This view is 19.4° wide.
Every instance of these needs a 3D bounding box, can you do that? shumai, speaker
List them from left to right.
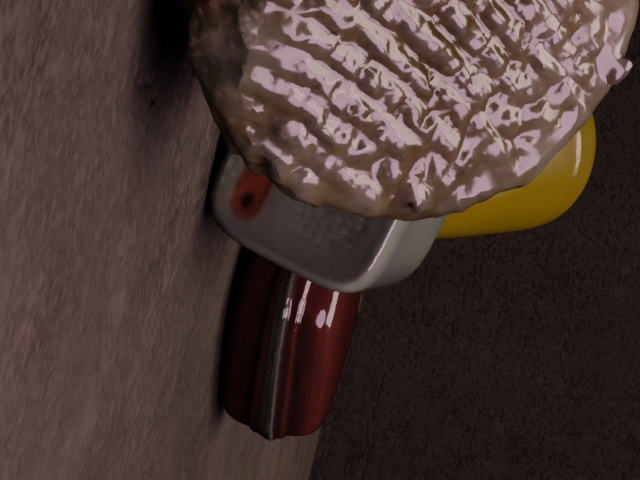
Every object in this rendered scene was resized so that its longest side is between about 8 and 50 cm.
[{"bbox_3d":[0.010,-0.179,1.190,0.262,0.314,0.267,47,-66,44],"label":"shumai"},{"bbox_3d":[0.063,-0.158,1.478,0.406,0.183,0.184,-64,173,9],"label":"speaker"}]

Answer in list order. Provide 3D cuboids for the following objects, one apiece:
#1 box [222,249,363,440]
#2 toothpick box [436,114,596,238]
[{"bbox_3d":[0.000,0.000,1.848,0.263,0.108,0.404,98,7,-49],"label":"box"},{"bbox_3d":[0.113,-0.085,1.710,0.271,0.175,0.175,-10,118,-49],"label":"toothpick box"}]
